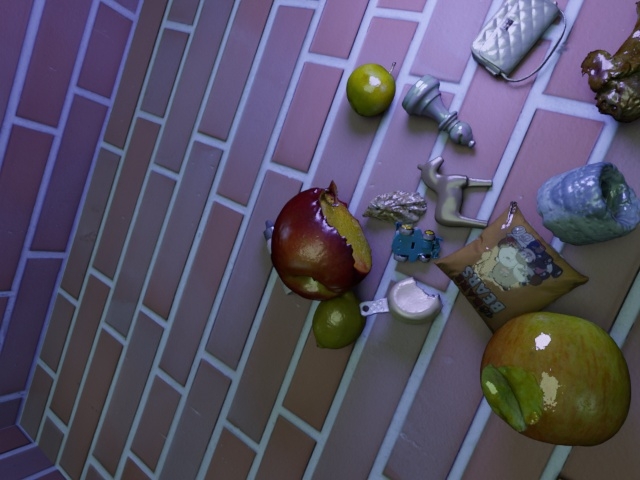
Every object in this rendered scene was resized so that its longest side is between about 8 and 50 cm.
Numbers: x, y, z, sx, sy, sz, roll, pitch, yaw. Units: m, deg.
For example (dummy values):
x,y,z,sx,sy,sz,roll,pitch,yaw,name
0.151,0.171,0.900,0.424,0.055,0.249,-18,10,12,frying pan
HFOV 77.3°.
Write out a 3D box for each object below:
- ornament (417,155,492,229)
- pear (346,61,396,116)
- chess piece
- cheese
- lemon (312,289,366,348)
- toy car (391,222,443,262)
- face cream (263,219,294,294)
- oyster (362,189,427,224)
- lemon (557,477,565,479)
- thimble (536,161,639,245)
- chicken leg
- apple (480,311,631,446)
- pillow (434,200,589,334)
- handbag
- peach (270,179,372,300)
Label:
x,y,z,sx,sy,sz,roll,pitch,yaw,name
0.428,-0.159,1.307,0.245,0.061,0.230,8,90,23,ornament
0.195,-0.541,1.410,0.216,0.166,0.180,-37,56,-3,pear
0.404,-0.403,1.313,0.139,0.139,0.271,-45,79,18,chess piece
0.265,0.223,1.316,0.249,0.071,0.163,-28,62,-6,cheese
0.063,0.284,1.401,0.184,0.184,0.248,35,110,25,lemon
0.319,0.001,1.350,0.161,0.098,0.126,4,117,0,toy car
-0.152,0.057,1.577,0.092,0.092,0.311,-31,72,22,face cream
0.258,-0.119,1.389,0.209,0.072,0.133,18,98,25,oyster
0.685,0.706,1.117,0.065,0.065,0.092,-28,84,23,lemon
0.703,-0.092,1.057,0.172,0.250,0.205,-27,72,55,thimble
0.832,-0.491,1.088,0.211,0.140,0.361,10,81,7,chicken leg
0.595,0.344,1.034,0.339,0.339,0.339,-2,86,27,apple
0.554,0.095,1.192,0.312,0.119,0.310,-42,75,20,pillow
0.618,-0.626,1.235,0.219,0.079,0.256,44,108,19,handbag
-0.012,0.018,1.345,0.310,0.335,0.406,-29,44,18,peach
